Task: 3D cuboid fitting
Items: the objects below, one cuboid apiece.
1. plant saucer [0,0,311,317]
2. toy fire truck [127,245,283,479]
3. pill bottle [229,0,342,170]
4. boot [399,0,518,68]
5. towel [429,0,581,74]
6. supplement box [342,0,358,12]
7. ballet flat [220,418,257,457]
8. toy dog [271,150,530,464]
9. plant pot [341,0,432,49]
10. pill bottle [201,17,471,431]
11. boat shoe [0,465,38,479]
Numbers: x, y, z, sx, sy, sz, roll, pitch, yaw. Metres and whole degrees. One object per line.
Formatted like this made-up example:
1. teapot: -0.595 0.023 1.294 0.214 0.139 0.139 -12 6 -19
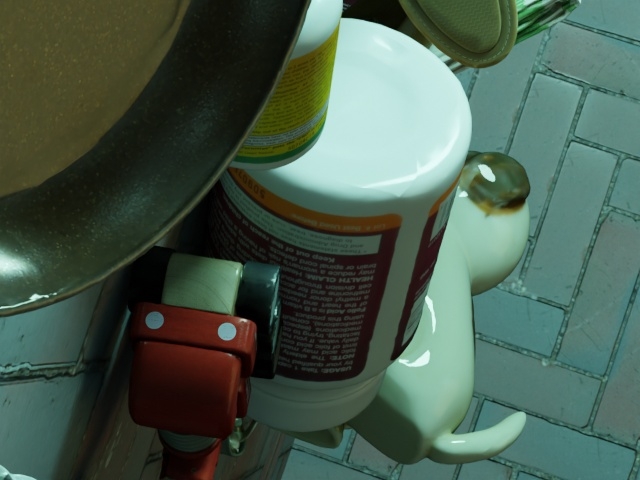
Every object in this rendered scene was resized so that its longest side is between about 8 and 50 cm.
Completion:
1. plant saucer: -0.106 -0.126 0.573 0.310 0.050 0.310 -28 128 -43
2. toy fire truck: -0.129 0.147 1.350 0.217 0.158 0.246 93 6 -70
3. pill bottle: -0.045 -0.153 1.196 0.208 0.118 0.117 98 12 -57
4. boot: 0.113 -0.289 1.608 0.109 0.283 0.220 -40 172 13
5. towel: 0.122 -0.225 1.713 0.325 0.038 0.248 -29 -153 22
6. supplement box: 0.086 -0.298 1.869 0.073 0.130 0.239 -61 169 -61
7. ballet flat: -0.100 0.183 1.939 0.213 0.068 0.072 101 9 -48
8. toy dog: 0.117 0.050 2.062 0.408 0.395 0.284 -58 159 -30
9. plant pot: 0.036 -0.193 1.679 0.236 0.032 0.236 -37 -157 18
10. pill bottle: 0.000 0.000 1.556 0.392 0.224 0.224 102 9 -50
11. boat shoe: -0.196 0.165 0.915 0.258 0.095 0.084 -45 157 -79
